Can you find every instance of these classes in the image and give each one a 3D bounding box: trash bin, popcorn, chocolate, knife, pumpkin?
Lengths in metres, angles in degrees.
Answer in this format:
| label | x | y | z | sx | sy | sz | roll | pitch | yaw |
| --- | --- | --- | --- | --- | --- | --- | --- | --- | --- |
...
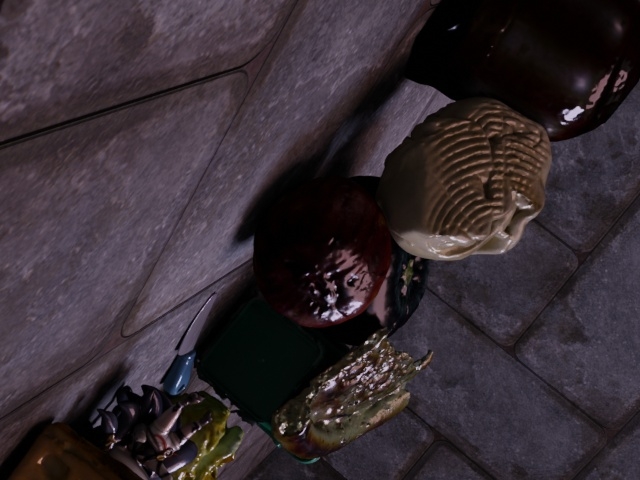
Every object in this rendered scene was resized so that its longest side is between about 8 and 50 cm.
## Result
| label | x | y | z | sx | sy | sz | roll | pitch | yaw |
| --- | --- | --- | --- | --- | --- | --- | --- | --- | --- |
| trash bin | -0.082 | 0.251 | 2.038 | 0.259 | 0.295 | 0.381 | -50 | 159 | -6 |
| popcorn | -0.255 | 0.393 | 1.943 | 0.221 | 0.184 | 0.204 | -55 | 168 | 0 |
| chocolate | 0.391 | -0.338 | 1.810 | 0.383 | 0.331 | 0.383 | -47 | 170 | -11 |
| knife | -0.227 | 0.183 | 1.784 | 0.058 | 0.032 | 0.244 | -28 | 152 | -45 |
| pumpkin | 0.066 | 0.030 | 1.913 | 0.315 | 0.238 | 0.315 | -35 | 134 | -46 |

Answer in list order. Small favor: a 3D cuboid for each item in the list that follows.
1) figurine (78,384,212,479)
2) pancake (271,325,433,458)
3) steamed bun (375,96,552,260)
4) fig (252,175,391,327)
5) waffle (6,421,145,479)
| label | x | y | z | sx | sy | sz | roll | pitch | yaw |
| --- | --- | --- | --- | --- | --- | --- | --- | --- | --- |
| figurine | -0.298 | 0.330 | 1.568 | 0.265 | 0.175 | 0.197 | -36 | -178 | -27 |
| pancake | 0.074 | 0.301 | 1.939 | 0.305 | 0.067 | 0.427 | -44 | 153 | 6 |
| steamed bun | 0.226 | -0.091 | 1.761 | 0.203 | 0.276 | 0.289 | -19 | -132 | 65 |
| fig | 0.003 | 0.006 | 1.652 | 0.224 | 0.224 | 0.263 | 108 | 7 | -62 |
| waffle | -0.309 | 0.426 | 1.429 | 0.224 | 0.328 | 0.098 | -52 | -178 | -1 |
